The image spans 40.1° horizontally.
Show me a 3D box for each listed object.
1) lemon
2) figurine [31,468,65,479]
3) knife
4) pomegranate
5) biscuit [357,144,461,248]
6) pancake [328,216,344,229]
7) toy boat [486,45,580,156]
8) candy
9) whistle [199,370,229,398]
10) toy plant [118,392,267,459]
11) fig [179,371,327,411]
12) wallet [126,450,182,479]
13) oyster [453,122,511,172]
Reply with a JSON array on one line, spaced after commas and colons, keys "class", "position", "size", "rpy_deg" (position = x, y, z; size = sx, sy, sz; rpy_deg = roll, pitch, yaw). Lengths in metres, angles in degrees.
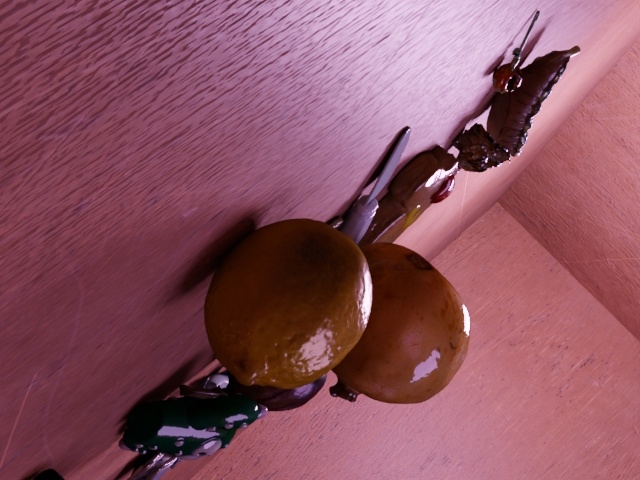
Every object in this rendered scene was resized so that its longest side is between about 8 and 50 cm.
[{"class": "lemon", "position": [-0.038, 0.076, 1.111], "size": [0.260, 0.204, 0.204], "rpy_deg": [-53, 178, -40]}, {"class": "figurine", "position": [-0.350, 0.513, 1.313], "size": [0.185, 0.204, 0.332], "rpy_deg": [-36, 134, -23]}, {"class": "knife", "position": [0.095, -0.086, 1.474], "size": [0.080, 0.044, 0.331], "rpy_deg": [-41, 167, -41]}, {"class": "pomegranate", "position": [0.124, 0.148, 1.576], "size": [0.307, 0.307, 0.307], "rpy_deg": [-42, 170, -9]}, {"class": "biscuit", "position": [0.133, -0.025, 1.766], "size": [0.394, 0.076, 0.368], "rpy_deg": [-44, 171, 4]}, {"class": "pancake", "position": [-0.001, 0.001, 1.482], "size": [0.108, 0.017, 0.108], "rpy_deg": [-46, 173, -7]}, {"class": "toy boat", "position": [0.398, -0.274, 1.715], "size": [0.099, 0.108, 0.293], "rpy_deg": [-6, 149, -19]}, {"class": "candy", "position": [0.330, -0.314, 1.462], "size": [0.055, 0.049, 0.184], "rpy_deg": [-47, 165, -29]}, {"class": "whistle", "position": [-0.198, 0.318, 1.821], "size": [0.269, 0.093, 0.180], "rpy_deg": [53, 59, -80]}, {"class": "toy plant", "position": [-0.229, 0.326, 1.543], "size": [0.243, 0.112, 0.232], "rpy_deg": [1, 157, -31]}, {"class": "fig", "position": [-0.111, 0.253, 1.665], "size": [0.249, 0.186, 0.204], "rpy_deg": [-38, -170, 9]}, {"class": "wallet", "position": [-0.359, 0.496, 2.004], "size": [0.170, 0.069, 0.231], "rpy_deg": [-44, 177, 31]}, {"class": "oyster", "position": [0.317, -0.180, 1.790], "size": [0.056, 0.105, 0.177], "rpy_deg": [-54, -165, -16]}]
